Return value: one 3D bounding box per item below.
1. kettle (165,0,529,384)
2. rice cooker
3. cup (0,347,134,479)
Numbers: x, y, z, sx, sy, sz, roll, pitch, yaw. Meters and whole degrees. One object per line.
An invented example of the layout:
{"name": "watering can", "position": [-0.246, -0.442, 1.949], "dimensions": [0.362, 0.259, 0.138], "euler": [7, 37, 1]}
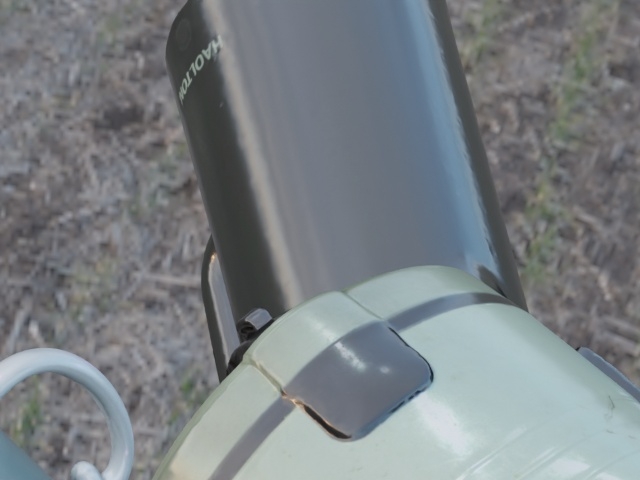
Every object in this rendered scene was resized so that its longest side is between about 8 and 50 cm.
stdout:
{"name": "kettle", "position": [-0.005, -0.007, 1.088], "dimensions": [0.262, 0.203, 0.308], "euler": [-26, 56, 19]}
{"name": "rice cooker", "position": [0.051, 0.137, 0.646], "dimensions": [0.226, 0.226, 0.244], "euler": [-27, 50, -38]}
{"name": "cup", "position": [-0.311, 0.273, 1.532], "dimensions": [0.357, 0.274, 0.259], "euler": [-48, 37, -14]}
